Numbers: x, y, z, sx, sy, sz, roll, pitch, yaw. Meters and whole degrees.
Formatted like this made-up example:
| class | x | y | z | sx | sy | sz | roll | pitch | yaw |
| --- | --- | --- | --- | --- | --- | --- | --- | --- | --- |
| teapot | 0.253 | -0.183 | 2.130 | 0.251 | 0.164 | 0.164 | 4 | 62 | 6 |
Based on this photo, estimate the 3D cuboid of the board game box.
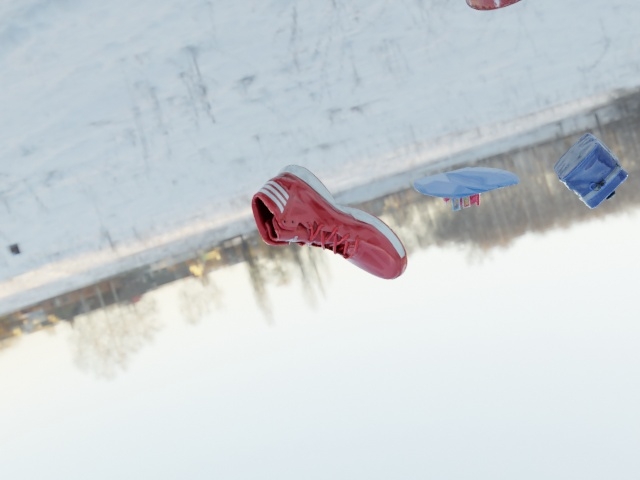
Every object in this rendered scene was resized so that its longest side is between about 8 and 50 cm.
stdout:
| class | x | y | z | sx | sy | sz | roll | pitch | yaw |
| --- | --- | --- | --- | --- | --- | --- | --- | --- | --- |
| board game box | 0.234 | -0.080 | 1.475 | 0.168 | 0.033 | 0.133 | -14 | -159 | -23 |

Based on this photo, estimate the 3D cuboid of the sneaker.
| class | x | y | z | sx | sy | sz | roll | pitch | yaw |
| --- | --- | --- | --- | --- | --- | --- | --- | --- | --- |
| sneaker | 0.000 | 0.000 | 1.203 | 0.128 | 0.221 | 0.087 | -40 | 159 | -47 |

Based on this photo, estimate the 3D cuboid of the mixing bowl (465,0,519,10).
| class | x | y | z | sx | sy | sz | roll | pitch | yaw |
| --- | --- | --- | --- | --- | --- | --- | --- | --- | --- |
| mixing bowl | 0.323 | -0.504 | 1.622 | 0.181 | 0.098 | 0.181 | -22 | -143 | 18 |

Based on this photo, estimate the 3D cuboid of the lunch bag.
| class | x | y | z | sx | sy | sz | roll | pitch | yaw |
| --- | --- | --- | --- | --- | --- | --- | --- | --- | --- |
| lunch bag | 0.340 | -0.084 | 1.138 | 0.067 | 0.065 | 0.098 | -47 | -172 | 19 |
